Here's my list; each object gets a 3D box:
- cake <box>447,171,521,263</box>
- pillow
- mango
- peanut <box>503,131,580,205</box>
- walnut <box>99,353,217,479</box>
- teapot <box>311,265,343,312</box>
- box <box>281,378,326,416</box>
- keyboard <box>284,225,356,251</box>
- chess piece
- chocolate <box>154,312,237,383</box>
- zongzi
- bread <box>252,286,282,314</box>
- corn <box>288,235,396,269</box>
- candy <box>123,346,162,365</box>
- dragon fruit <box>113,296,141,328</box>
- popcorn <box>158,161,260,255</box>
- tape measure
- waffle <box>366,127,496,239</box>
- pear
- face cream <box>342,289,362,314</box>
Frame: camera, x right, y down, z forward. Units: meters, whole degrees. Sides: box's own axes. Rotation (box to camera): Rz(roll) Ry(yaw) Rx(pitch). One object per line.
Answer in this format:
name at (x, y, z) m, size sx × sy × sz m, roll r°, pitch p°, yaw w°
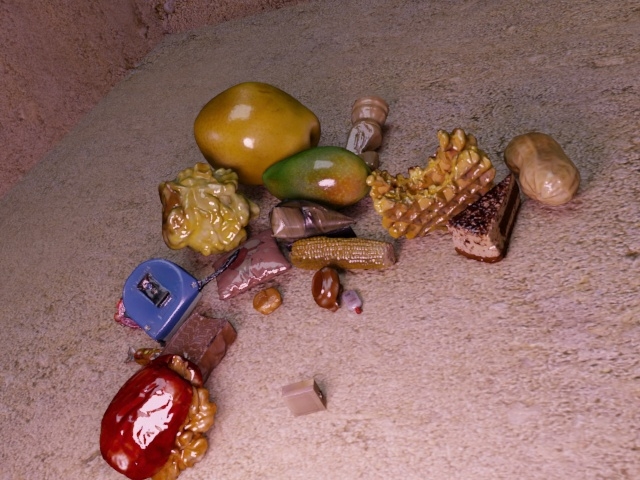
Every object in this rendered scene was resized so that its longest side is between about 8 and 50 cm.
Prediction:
cake at (0.453, -0.051, 1.662) m, size 0.246 × 0.112 × 0.135 m, roll -36°, pitch 39°, yaw -16°
pillow at (-0.210, 0.071, 1.944) m, size 0.236 × 0.084 × 0.223 m, roll -27°, pitch 33°, yaw 2°
mango at (-0.023, -0.186, 2.031) m, size 0.382 × 0.201 × 0.225 m, roll 3°, pitch 12°, yaw 36°
peanut at (0.574, -0.193, 1.737) m, size 0.147 × 0.147 × 0.305 m, roll -20°, pitch 37°, yaw 9°
walnut at (-0.361, 0.407, 1.515) m, size 0.244 × 0.222 × 0.269 m, roll 30°, pitch 90°, yaw 20°
teapot at (0.025, 0.129, 1.746) m, size 0.098 × 0.078 × 0.129 m, roll -54°, pitch 31°, yaw 37°
box at (-0.035, 0.354, 1.493) m, size 0.083 × 0.079 × 0.035 m, roll -17°, pitch 36°, yaw 13°
keyboard at (0.000, 0.000, 1.922) m, size 0.204 × 0.061 × 0.013 m, roll -16°, pitch 57°, yaw 15°
chess piece at (0.143, -0.335, 2.211) m, size 0.137 × 0.137 × 0.301 m, roll -4°, pitch 55°, yaw 28°
chocolate at (-0.325, 0.295, 1.737) m, size 0.148 × 0.093 × 0.214 m, roll 4°, pitch 46°, yaw 37°
zongzi at (-0.032, -0.067, 1.932) m, size 0.242 × 0.112 × 0.221 m, roll -4°, pitch 8°, yaw -9°
bread at (-0.144, 0.166, 1.821) m, size 0.083 × 0.046 × 0.081 m, roll -10°, pitch 42°, yaw 20°
corn at (0.052, 0.037, 1.822) m, size 0.320 × 0.097 × 0.097 m, roll 0°, pitch 44°, yaw 29°
candy at (-0.478, 0.323, 1.837) m, size 0.182 × 0.046 × 0.053 m, roll -1°, pitch 45°, yaw 28°
dragon fruit at (-0.554, 0.206, 1.981) m, size 0.126 × 0.112 × 0.068 m, roll -42°, pitch 17°, yaw -12°
popcorn at (-0.351, -0.097, 2.075) m, size 0.312 × 0.312 × 0.312 m, roll -17°, pitch 37°, yaw 13°
tape measure at (-0.409, 0.107, 1.886) m, size 0.215 × 0.098 × 0.351 m, roll 36°, pitch 84°, yaw 19°
waffle at (0.294, -0.143, 1.736) m, size 0.324 × 0.261 × 0.151 m, roll -29°, pitch 53°, yaw 18°
pear at (-0.216, -0.358, 2.249) m, size 0.418 × 0.362 × 0.362 m, roll 11°, pitch 45°, yaw 6°
face cream at (0.085, 0.160, 1.705) m, size 0.040 × 0.021 × 0.083 m, roll -28°, pitch 36°, yaw -1°
